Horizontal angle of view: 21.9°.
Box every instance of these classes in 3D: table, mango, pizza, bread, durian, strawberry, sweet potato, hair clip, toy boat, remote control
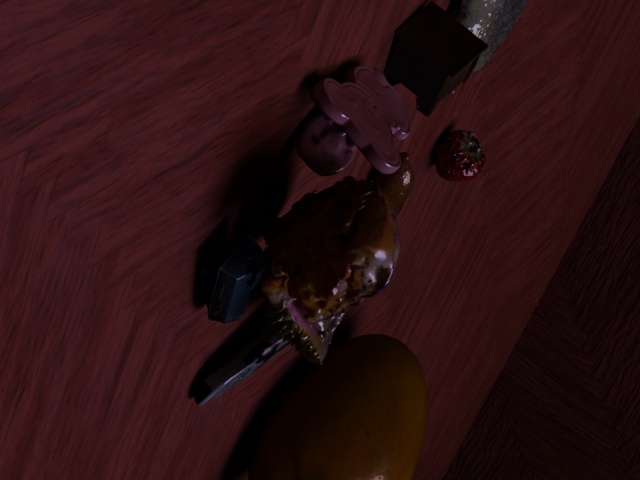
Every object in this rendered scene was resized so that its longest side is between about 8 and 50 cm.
[{"bbox_3d":[0.124,-0.201,1.852,0.070,0.083,0.082,-43,167,-35],"label":"table"},{"bbox_3d":[0.039,0.277,2.346,0.378,0.221,0.264,-56,165,-49],"label":"mango"},{"bbox_3d":[0.000,0.000,1.675,0.161,0.085,0.305,-50,-162,-8],"label":"pizza"},{"bbox_3d":[0.218,-0.314,1.976,0.207,0.056,0.287,-36,154,-59],"label":"bread"},{"bbox_3d":[-0.024,0.036,1.899,0.108,0.119,0.187,44,62,-37],"label":"durian"},{"bbox_3d":[0.187,-0.111,2.289,0.083,0.073,0.073,-37,-176,46],"label":"strawberry"},{"bbox_3d":[0.074,-0.041,2.098,0.056,0.056,0.195,-40,164,-49],"label":"sweet potato"},{"bbox_3d":[0.047,-0.132,1.702,0.138,0.123,0.102,-42,-171,-29],"label":"hair clip"},{"bbox_3d":[-0.095,0.048,1.715,0.055,0.060,0.141,-50,169,-30],"label":"toy boat"},{"bbox_3d":[-0.062,0.117,1.982,0.256,0.045,0.097,-41,178,-41],"label":"remote control"}]
